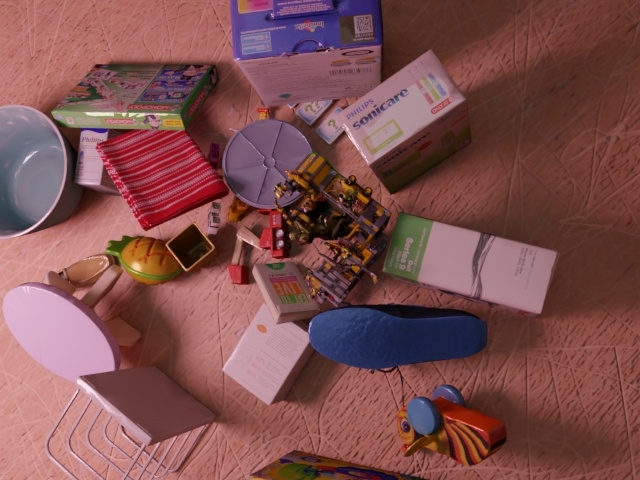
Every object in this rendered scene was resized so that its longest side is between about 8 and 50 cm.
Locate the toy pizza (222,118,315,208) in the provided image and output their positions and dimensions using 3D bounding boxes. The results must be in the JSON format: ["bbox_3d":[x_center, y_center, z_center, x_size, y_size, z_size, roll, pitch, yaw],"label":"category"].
[{"bbox_3d":[-0.110,-0.164,1.460,0.201,0.032,0.201,0,80,-1],"label":"toy pizza"}]

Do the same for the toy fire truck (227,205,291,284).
[{"bbox_3d":[-0.136,-0.002,1.482,0.135,0.047,0.191,-5,80,15],"label":"toy fire truck"}]

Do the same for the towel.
[{"bbox_3d":[-0.340,-0.153,1.442,0.199,0.031,0.275,-26,59,-20],"label":"towel"}]

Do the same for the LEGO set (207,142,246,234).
[{"bbox_3d":[-0.209,-0.096,1.494,0.087,0.093,0.227,7,52,-18],"label":"LEGO set"}]

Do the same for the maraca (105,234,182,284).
[{"bbox_3d":[-0.394,0.037,1.512,0.186,0.127,0.099,28,118,23],"label":"maraca"}]

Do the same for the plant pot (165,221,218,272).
[{"bbox_3d":[-0.276,0.022,1.493,0.081,0.083,0.081,-40,75,-4],"label":"plant pot"}]

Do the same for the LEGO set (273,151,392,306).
[{"bbox_3d":[0.000,0.000,1.312,0.255,0.331,0.192,40,78,2],"label":"LEGO set"}]

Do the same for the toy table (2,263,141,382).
[{"bbox_3d":[-0.528,0.177,1.471,0.252,0.161,0.274,-41,95,21],"label":"toy table"}]

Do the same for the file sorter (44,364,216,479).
[{"bbox_3d":[-0.383,0.388,1.375,0.193,0.278,0.173,33,93,17],"label":"file sorter"}]

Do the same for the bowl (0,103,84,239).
[{"bbox_3d":[-0.682,-0.144,1.585,0.312,0.163,0.311,-2,81,15],"label":"bowl"}]

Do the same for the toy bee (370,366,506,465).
[{"bbox_3d":[0.219,0.353,1.301,0.195,0.298,0.162,-4,112,-19],"label":"toy bee"}]

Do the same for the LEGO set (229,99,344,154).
[{"bbox_3d":[-0.076,-0.241,1.495,0.244,0.060,0.182,-45,72,4],"label":"LEGO set"}]

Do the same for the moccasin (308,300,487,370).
[{"bbox_3d":[0.147,0.189,1.321,0.342,0.117,0.137,5,95,-1],"label":"moccasin"}]

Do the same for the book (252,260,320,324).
[{"bbox_3d":[-0.072,0.105,1.406,0.144,0.096,0.035,58,141,38],"label":"book"}]

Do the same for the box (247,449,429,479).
[{"bbox_3d":[0.033,0.524,1.245,0.290,0.279,0.176,7,85,15],"label":"box"}]

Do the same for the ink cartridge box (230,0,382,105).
[{"bbox_3d":[-0.014,-0.386,1.302,0.270,0.395,0.151,-5,89,5],"label":"ink cartridge box"}]

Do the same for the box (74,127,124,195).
[{"bbox_3d":[-0.493,-0.182,1.560,0.072,0.126,0.137,5,83,17],"label":"box"}]

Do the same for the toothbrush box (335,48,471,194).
[{"bbox_3d":[0.171,-0.215,1.308,0.206,0.283,0.122,-33,75,7],"label":"toothbrush box"}]

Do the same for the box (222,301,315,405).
[{"bbox_3d":[-0.098,0.235,1.416,0.130,0.091,0.170,33,92,17],"label":"box"}]

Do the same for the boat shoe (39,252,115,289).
[{"bbox_3d":[-0.570,0.082,1.570,0.190,0.072,0.068,-27,76,9],"label":"boat shoe"}]

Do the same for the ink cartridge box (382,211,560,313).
[{"bbox_3d":[0.284,0.050,1.278,0.289,0.211,0.121,15,86,16],"label":"ink cartridge box"}]

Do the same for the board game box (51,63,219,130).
[{"bbox_3d":[-0.416,-0.331,1.538,0.318,0.046,0.213,5,45,16],"label":"board game box"}]
